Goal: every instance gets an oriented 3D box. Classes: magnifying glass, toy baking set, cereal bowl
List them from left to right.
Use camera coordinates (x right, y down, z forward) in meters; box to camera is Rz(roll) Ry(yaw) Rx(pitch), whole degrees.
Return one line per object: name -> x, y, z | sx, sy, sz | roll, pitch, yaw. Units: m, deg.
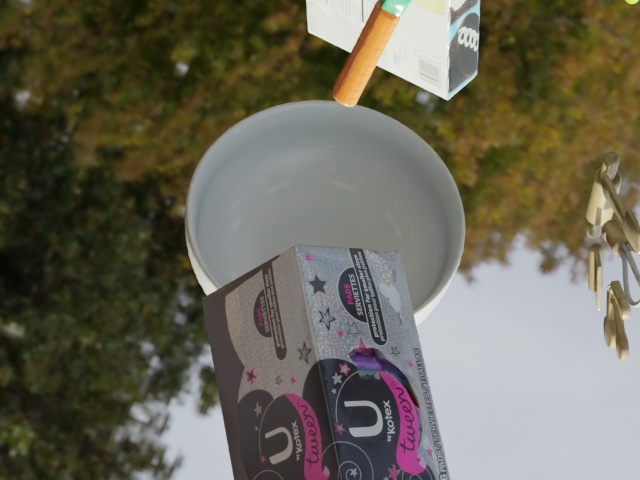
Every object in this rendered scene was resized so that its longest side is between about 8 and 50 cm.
cereal bowl -> 0.000, 0.000, 1.892 | 0.141, 0.338, 0.339 | 104, -2, -60
magnifying glass -> 0.067, -0.204, 1.212 | 0.092, 0.026, 0.231 | -89, -155, -54
toy baking set -> 0.318, 0.011, 1.622 | 0.256, 0.030, 0.197 | 86, -4, -56

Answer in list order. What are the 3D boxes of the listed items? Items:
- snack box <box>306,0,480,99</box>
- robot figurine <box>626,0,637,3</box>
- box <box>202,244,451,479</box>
snack box -> 0.067, -0.304, 1.490 | 0.060, 0.187, 0.322 | -43, 149, -30
robot figurine -> 0.274, -0.271, 1.418 | 0.067, 0.115, 0.101 | -40, -103, 38
box -> 0.003, 0.145, 1.458 | 0.163, 0.142, 0.247 | -30, -115, 45
